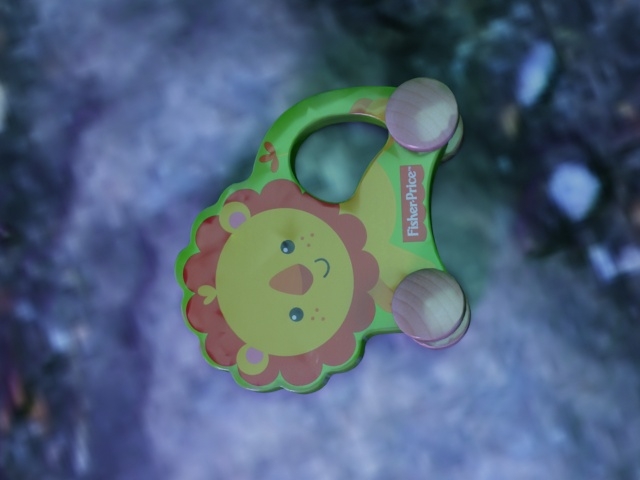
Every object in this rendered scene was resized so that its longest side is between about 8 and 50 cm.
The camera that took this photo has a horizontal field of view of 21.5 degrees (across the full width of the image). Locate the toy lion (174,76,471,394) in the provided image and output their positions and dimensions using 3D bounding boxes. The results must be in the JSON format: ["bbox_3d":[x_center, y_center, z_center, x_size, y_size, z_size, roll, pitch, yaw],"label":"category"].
[{"bbox_3d":[0.000,0.000,0.553,0.096,0.034,0.100,-2,82,8],"label":"toy lion"}]
